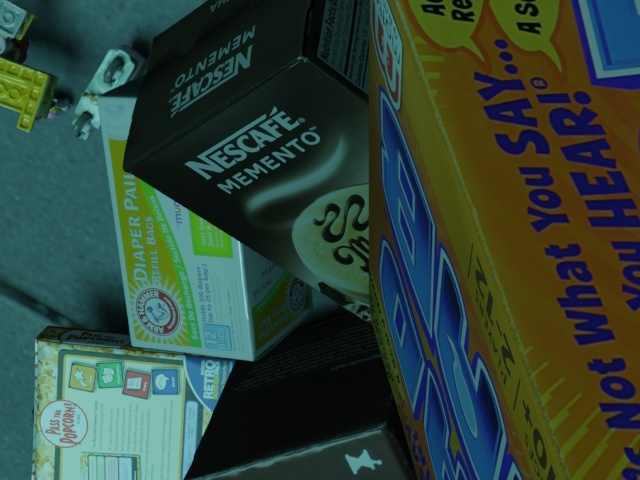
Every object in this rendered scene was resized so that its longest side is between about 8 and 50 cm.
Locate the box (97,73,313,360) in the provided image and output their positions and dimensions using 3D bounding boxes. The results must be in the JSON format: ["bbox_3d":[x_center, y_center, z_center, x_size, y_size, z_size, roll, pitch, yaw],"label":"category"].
[{"bbox_3d":[-0.084,-0.023,1.143,0.114,0.103,0.203,4,111,26],"label":"box"}]

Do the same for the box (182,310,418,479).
[{"bbox_3d":[0.023,0.172,1.155,0.167,0.203,0.168,-18,111,19],"label":"box"}]

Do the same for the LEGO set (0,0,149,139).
[{"bbox_3d":[-0.273,-0.179,1.192,0.287,0.107,0.132,42,96,3],"label":"LEGO set"}]

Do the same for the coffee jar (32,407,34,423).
[{"bbox_3d":[-0.172,0.189,1.373,0.184,0.079,0.096,45,129,-5],"label":"coffee jar"}]

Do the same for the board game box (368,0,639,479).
[{"bbox_3d":[0.238,0.060,0.729,0.356,0.356,0.356,-13,149,-6],"label":"board game box"}]

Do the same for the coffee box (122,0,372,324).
[{"bbox_3d":[0.041,-0.050,0.995,0.297,0.119,0.168,33,137,-31],"label":"coffee box"}]

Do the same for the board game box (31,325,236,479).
[{"bbox_3d":[-0.148,0.156,1.293,0.193,0.045,0.147,6,103,4],"label":"board game box"}]
